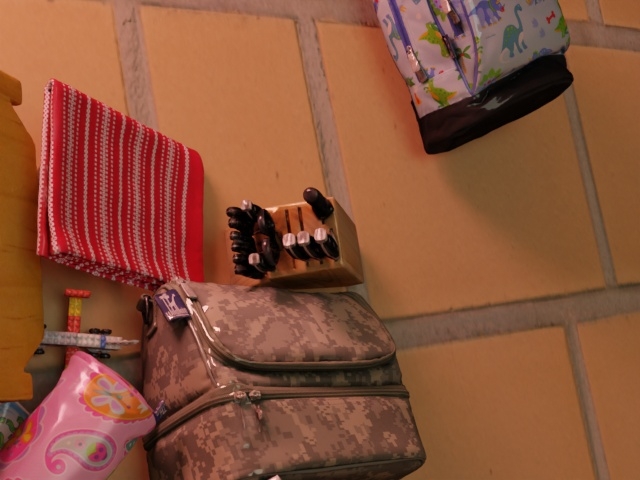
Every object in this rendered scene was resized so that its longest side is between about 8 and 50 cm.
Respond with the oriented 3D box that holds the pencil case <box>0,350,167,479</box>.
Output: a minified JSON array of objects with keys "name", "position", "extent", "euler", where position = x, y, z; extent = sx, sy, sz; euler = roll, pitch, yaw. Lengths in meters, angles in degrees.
[{"name":"pencil case","position":[-0.283,0.248,0.954],"extent":[0.124,0.124,0.284],"euler":[47,64,-17]}]

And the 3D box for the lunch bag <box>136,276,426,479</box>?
[{"name":"lunch bag","position":[-0.057,0.174,1.120],"extent":[0.305,0.212,0.256],"euler":[5,58,-36]}]

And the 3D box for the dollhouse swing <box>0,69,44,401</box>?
[{"name":"dollhouse swing","position":[-0.488,-0.002,0.919],"extent":[0.315,0.305,0.347],"euler":[28,53,-70]}]

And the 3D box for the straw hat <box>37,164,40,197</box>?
[{"name":"straw hat","position":[-0.291,-0.061,1.091],"extent":[0.061,0.144,0.145],"euler":[-10,81,6]}]

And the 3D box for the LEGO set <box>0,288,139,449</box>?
[{"name":"LEGO set","position":[-0.322,0.103,1.030],"extent":[0.182,0.060,0.244],"euler":[51,57,-15]}]

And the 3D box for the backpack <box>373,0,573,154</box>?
[{"name":"backpack","position":[0.218,-0.356,1.454],"extent":[0.290,0.273,0.356],"euler":[-24,80,-31]}]

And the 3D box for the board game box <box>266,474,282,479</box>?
[{"name":"board game box","position":[-0.138,0.378,0.911],"extent":[0.305,0.053,0.193],"euler":[-26,55,-3]}]

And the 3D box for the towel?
[{"name":"towel","position":[-0.215,-0.048,1.093],"extent":[0.275,0.031,0.199],"euler":[25,59,-60]}]

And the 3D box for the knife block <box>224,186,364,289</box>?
[{"name":"knife block","position":[0.000,0.000,1.176],"extent":[0.275,0.242,0.088],"euler":[-1,79,-36]}]
